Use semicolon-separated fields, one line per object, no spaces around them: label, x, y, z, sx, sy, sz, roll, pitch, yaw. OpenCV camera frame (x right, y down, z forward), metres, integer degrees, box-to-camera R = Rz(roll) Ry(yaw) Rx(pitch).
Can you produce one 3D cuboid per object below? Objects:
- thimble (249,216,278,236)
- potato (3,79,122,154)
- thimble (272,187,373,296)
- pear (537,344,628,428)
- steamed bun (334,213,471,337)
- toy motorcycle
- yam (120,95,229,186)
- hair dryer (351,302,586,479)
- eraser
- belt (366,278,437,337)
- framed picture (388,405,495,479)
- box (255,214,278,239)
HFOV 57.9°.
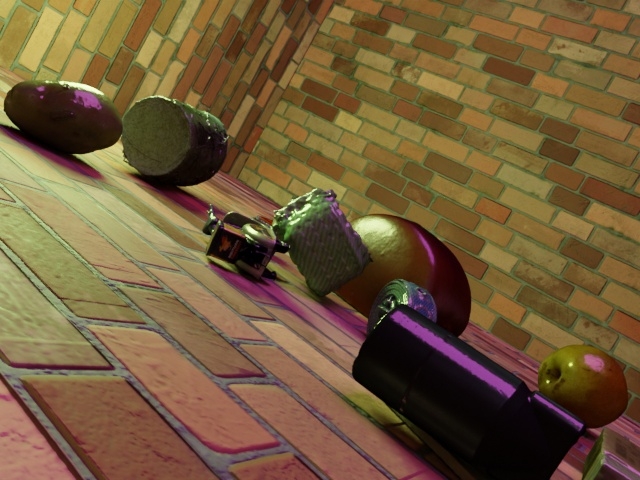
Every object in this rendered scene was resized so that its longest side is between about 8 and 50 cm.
thimble;-0.152;-0.015;1.441;0.085;0.062;0.110;30;4;-3
potato;-0.547;-0.269;1.242;0.235;0.160;0.178;11;-25;-33
thimble;0.000;0.000;1.236;0.218;0.150;0.219;58;-5;8
pear;0.658;0.366;1.439;0.209;0.208;0.209;29;4;-2
steamed bun;0.193;0.076;1.417;0.235;0.248;0.379;26;4;-42
toy motorcycle;-0.150;0.000;1.123;0.157;0.090;0.263;25;5;-16
yam;-0.403;-0.276;1.618;0.241;0.240;0.348;30;5;3
hair dryer;0.198;0.208;0.746;0.244;0.116;0.302;34;-1;27
eraser;0.496;0.386;0.912;0.144;0.078;0.343;31;6;28
belt;0.144;0.142;1.061;0.082;0.147;0.163;25;-23;-14
framed picture;0.214;0.278;0.718;0.213;0.016;0.289;26;5;-33
box;-0.126;-0.022;1.793;0.112;0.048;0.175;31;4;21
